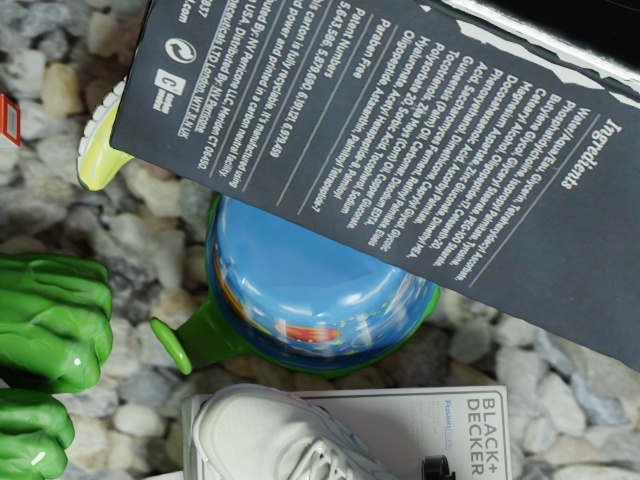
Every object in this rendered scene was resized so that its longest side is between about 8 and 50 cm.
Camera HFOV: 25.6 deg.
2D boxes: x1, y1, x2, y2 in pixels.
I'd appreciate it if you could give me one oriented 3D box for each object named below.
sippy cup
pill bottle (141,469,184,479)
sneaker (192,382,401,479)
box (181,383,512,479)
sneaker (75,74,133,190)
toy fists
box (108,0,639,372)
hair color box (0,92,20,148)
[{"bbox_3d":[0.000,0.000,1.269,0.240,0.224,0.305,18,82,4],"label":"sippy cup"},{"bbox_3d":[-0.122,0.282,1.305,0.078,0.078,0.137,-12,81,0],"label":"pill bottle"},{"bbox_3d":[0.026,0.215,1.161,0.292,0.118,0.110,36,76,-4],"label":"sneaker"},{"bbox_3d":[0.025,0.216,1.266,0.290,0.087,0.169,1,80,-14],"label":"box"},{"bbox_3d":[-0.154,-0.123,1.366,0.094,0.081,0.208,38,84,5],"label":"sneaker"},{"bbox_3d":[-0.277,0.134,1.294,0.142,0.096,0.279,7,56,16],"label":"toy fists"},{"bbox_3d":[0.148,-0.230,1.131,0.471,0.297,0.480,22,52,-4],"label":"box"},{"bbox_3d":[-0.371,-0.116,1.377,0.141,0.072,0.043,-1,82,2],"label":"hair color box"}]
